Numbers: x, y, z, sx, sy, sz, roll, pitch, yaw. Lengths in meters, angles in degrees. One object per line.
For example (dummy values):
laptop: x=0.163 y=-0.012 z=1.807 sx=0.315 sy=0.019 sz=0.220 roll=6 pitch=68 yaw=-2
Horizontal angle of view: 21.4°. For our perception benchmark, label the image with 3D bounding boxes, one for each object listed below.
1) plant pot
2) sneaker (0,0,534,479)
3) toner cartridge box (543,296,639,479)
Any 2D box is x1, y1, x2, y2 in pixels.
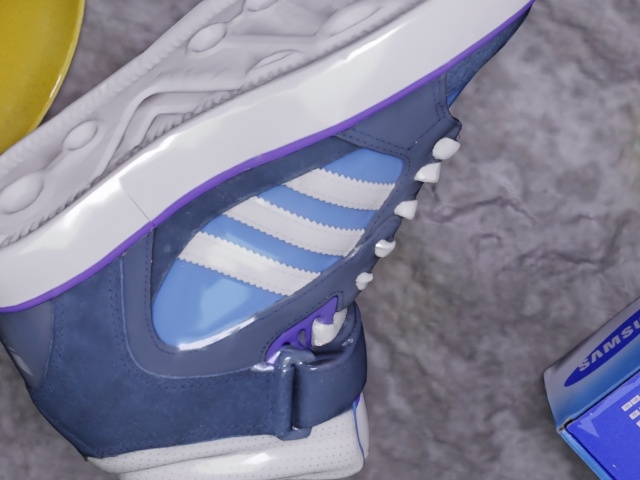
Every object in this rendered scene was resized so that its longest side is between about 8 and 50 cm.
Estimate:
plant pot: x=-0.188 y=-0.104 z=0.796 sx=0.095 sy=0.134 sz=0.134 roll=26 pitch=110 yaw=16
sneaker: x=0.000 y=0.000 z=0.843 sx=0.323 sy=0.130 sz=0.236 roll=-33 pitch=125 yaw=-1
toner cartridge box: x=0.301 y=0.033 z=0.863 sx=0.348 sy=0.075 sz=0.165 roll=-39 pitch=105 yaw=13
